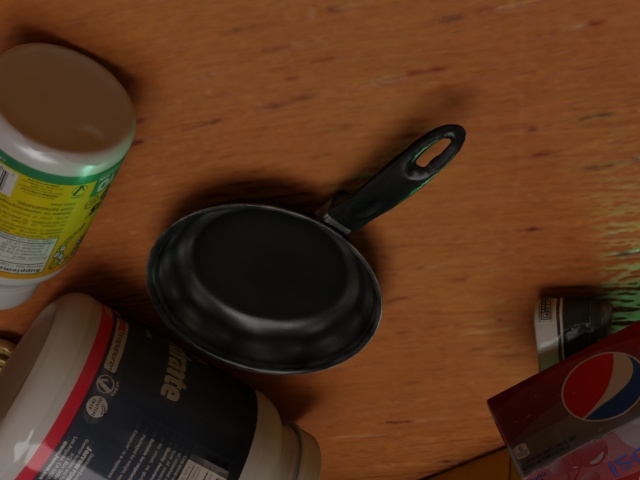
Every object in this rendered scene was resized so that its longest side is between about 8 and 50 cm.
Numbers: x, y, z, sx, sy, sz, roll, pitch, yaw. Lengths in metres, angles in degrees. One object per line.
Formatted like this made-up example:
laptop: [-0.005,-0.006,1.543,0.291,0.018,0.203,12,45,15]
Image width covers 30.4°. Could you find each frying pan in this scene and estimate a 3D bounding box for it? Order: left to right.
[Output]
frying pan: [-0.029,-0.007,0.932,0.197,0.053,0.326,17,133,-4]

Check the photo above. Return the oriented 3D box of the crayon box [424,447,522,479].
crayon box: [0.165,0.319,1.185,0.318,0.081,0.202,-31,120,34]

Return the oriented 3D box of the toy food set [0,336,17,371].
toy food set: [-0.313,0.122,1.140,0.083,0.020,0.082,-4,133,15]

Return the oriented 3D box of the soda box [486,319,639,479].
soda box: [0.268,0.113,0.895,0.263,0.092,0.083,-28,125,7]

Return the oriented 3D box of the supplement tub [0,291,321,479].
supplement tub: [-0.156,0.186,1.048,0.272,0.191,0.191,32,132,-19]

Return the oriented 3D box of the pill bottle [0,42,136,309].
pill bottle: [-0.227,-0.039,0.896,0.117,0.117,0.208,25,133,-12]

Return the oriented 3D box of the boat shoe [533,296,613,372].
boat shoe: [0.227,0.138,0.998,0.070,0.078,0.219,-3,131,16]
